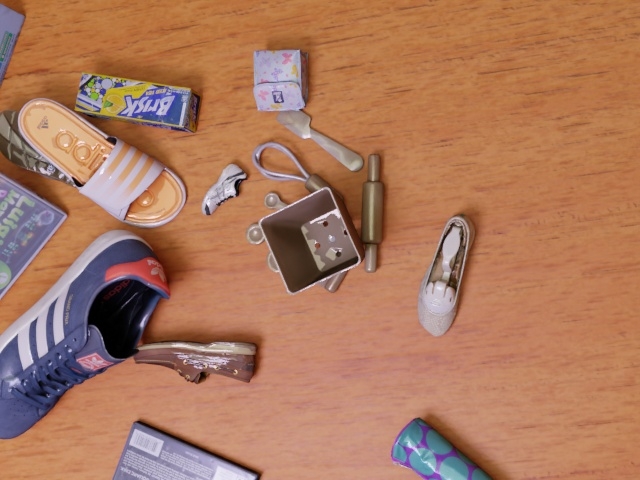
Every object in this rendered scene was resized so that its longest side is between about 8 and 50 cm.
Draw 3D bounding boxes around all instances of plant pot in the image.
[{"bbox_3d":[0.000,0.000,1.610,0.109,0.096,0.109,-26,83,18],"label":"plant pot"}]

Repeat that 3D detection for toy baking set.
[{"bbox_3d":[-0.006,-0.059,1.675,0.197,0.030,0.256,6,88,13],"label":"toy baking set"}]

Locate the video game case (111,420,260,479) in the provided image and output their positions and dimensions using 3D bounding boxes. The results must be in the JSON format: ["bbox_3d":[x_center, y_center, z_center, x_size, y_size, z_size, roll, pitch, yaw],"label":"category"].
[{"bbox_3d":[-0.220,0.415,1.695,0.196,0.026,0.274,21,92,13],"label":"video game case"}]

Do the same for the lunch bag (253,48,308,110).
[{"bbox_3d":[-0.054,-0.221,1.687,0.071,0.053,0.083,1,93,15],"label":"lunch bag"}]

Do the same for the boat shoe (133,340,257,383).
[{"bbox_3d":[-0.176,0.168,1.681,0.178,0.064,0.060,0,84,10],"label":"boat shoe"}]

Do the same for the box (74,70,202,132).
[{"bbox_3d":[-0.258,-0.196,1.730,0.169,0.054,0.059,10,88,14],"label":"box"}]

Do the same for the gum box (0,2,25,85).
[{"bbox_3d":[-0.501,-0.272,1.724,0.041,0.184,0.157,20,91,13],"label":"gum box"}]

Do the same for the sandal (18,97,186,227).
[{"bbox_3d":[-0.315,-0.106,1.702,0.265,0.076,0.102,33,91,-3],"label":"sandal"}]

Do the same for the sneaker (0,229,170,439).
[{"bbox_3d":[-0.337,0.152,1.663,0.350,0.131,0.148,-53,45,5],"label":"sneaker"}]

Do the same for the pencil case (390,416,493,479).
[{"bbox_3d":[0.163,0.303,1.595,0.152,0.064,0.070,38,79,13],"label":"pencil case"}]

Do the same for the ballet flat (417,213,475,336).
[{"bbox_3d":[0.163,0.044,1.619,0.057,0.052,0.168,13,89,13],"label":"ballet flat"}]

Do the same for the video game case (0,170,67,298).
[{"bbox_3d":[-0.482,-0.006,1.722,0.190,0.173,0.022,-50,39,5],"label":"video game case"}]

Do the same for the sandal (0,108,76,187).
[{"bbox_3d":[-0.391,-0.127,1.763,0.180,0.049,0.072,27,94,-2],"label":"sandal"}]

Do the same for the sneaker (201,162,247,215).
[{"bbox_3d":[-0.134,-0.067,1.704,0.037,0.032,0.083,34,95,13],"label":"sneaker"}]
